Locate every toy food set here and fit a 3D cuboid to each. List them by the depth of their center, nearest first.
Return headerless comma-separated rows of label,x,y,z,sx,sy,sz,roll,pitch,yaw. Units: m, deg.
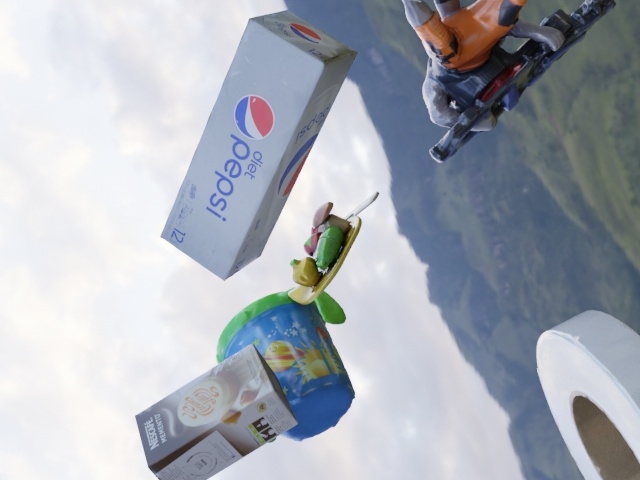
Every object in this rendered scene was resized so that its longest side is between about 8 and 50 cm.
toy food set,0.000,0.000,1.493,0.071,0.128,0.218,37,-125,-13

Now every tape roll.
tape roll,0.418,0.277,1.223,0.392,0.072,0.392,62,173,13

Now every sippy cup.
sippy cup,-0.054,0.254,1.782,0.224,0.240,0.305,52,160,40

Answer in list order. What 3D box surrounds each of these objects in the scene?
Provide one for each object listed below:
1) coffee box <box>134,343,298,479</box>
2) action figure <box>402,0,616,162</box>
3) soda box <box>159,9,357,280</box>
coffee box,-0.182,0.310,1.592,0.098,0.246,0.141,59,178,-36
action figure,0.229,-0.289,1.224,0.178,0.341,0.330,44,165,26
soda box,-0.071,-0.100,1.010,0.098,0.286,0.091,33,-151,12
